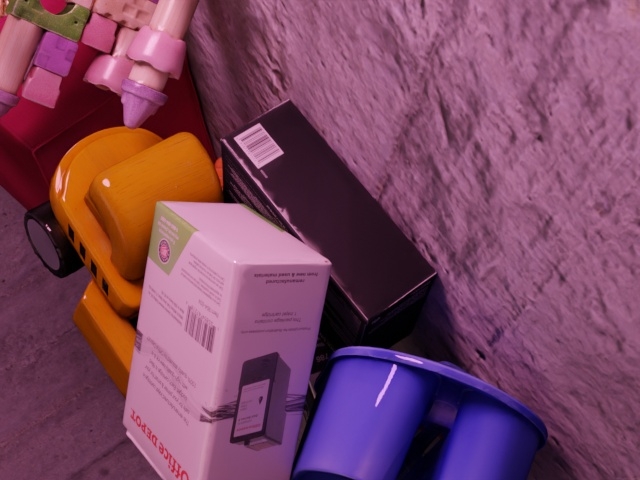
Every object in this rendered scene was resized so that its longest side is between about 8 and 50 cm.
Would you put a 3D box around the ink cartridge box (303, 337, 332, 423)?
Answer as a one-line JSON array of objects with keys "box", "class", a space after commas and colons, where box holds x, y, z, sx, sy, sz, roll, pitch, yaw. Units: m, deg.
[{"box": [-0.006, 0.165, 1.420, 0.165, 0.065, 0.333, 137, 112, -78], "class": "ink cartridge box"}]

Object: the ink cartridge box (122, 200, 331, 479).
[{"box": [-0.107, 0.116, 1.124, 0.198, 0.114, 0.273, 33, 117, 52], "class": "ink cartridge box"}]

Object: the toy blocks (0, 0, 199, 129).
[{"box": [-0.333, -0.242, 1.237, 0.288, 0.260, 0.309, 20, -177, -32], "class": "toy blocks"}]

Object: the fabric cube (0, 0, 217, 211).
[{"box": [-0.336, -0.173, 1.511, 0.258, 0.259, 0.254, 37, 154, 32], "class": "fabric cube"}]

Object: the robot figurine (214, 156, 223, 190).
[{"box": [-0.143, -0.022, 1.496, 0.158, 0.128, 0.219, 55, 163, 8], "class": "robot figurine"}]

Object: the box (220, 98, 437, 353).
[{"box": [0.000, 0.000, 1.198, 0.261, 0.103, 0.184, 51, 159, 17], "class": "box"}]

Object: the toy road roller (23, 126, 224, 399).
[{"box": [-0.189, 0.019, 1.257, 0.330, 0.202, 0.240, 57, 151, 3], "class": "toy road roller"}]

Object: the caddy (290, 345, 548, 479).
[{"box": [0.100, 0.216, 1.148, 0.241, 0.179, 0.341, 23, 159, 0], "class": "caddy"}]

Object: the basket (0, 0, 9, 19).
[{"box": [-0.453, -0.319, 1.739, 0.223, 0.213, 0.299, 12, 137, 27], "class": "basket"}]
